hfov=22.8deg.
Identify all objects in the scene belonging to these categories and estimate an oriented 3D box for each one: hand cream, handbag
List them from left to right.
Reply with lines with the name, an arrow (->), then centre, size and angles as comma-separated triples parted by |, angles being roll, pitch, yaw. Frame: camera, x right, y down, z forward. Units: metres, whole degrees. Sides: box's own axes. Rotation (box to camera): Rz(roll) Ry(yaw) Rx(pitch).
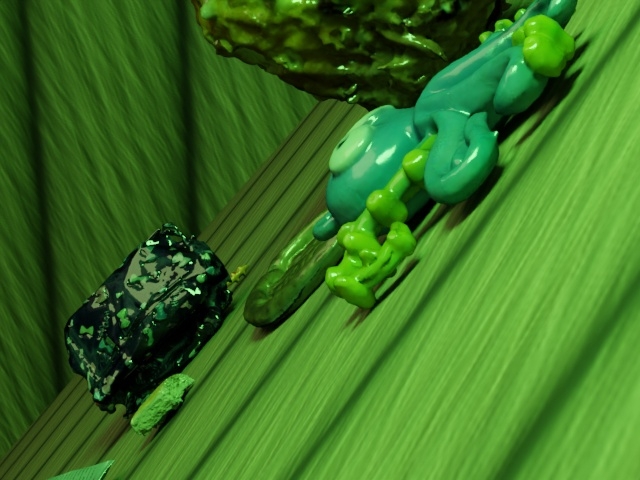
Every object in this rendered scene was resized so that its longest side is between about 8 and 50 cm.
hand cream -> -0.327, 0.320, 1.970 | 0.085, 0.058, 0.331 | -51, 7, -25
handbag -> -0.227, 0.109, 2.117 | 0.260, 0.113, 0.162 | -47, 47, 9

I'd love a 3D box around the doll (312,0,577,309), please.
doll -> 0.096, -0.102, 1.368 | 0.341, 0.099, 0.346 | -48, 9, 30

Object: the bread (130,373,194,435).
bread -> -0.186, 0.192, 1.867 | 0.070, 0.035, 0.083 | -48, 1, 15

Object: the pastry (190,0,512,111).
pastry -> 0.055, -0.290, 1.782 | 0.405, 0.337, 0.292 | 2, -66, -62

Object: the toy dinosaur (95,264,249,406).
toy dinosaur -> -0.216, 0.133, 2.262 | 0.288, 0.070, 0.117 | -46, 6, -10

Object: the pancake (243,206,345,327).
pancake -> 0.001, 0.000, 1.708 | 0.250, 0.031, 0.250 | -48, 8, 8
